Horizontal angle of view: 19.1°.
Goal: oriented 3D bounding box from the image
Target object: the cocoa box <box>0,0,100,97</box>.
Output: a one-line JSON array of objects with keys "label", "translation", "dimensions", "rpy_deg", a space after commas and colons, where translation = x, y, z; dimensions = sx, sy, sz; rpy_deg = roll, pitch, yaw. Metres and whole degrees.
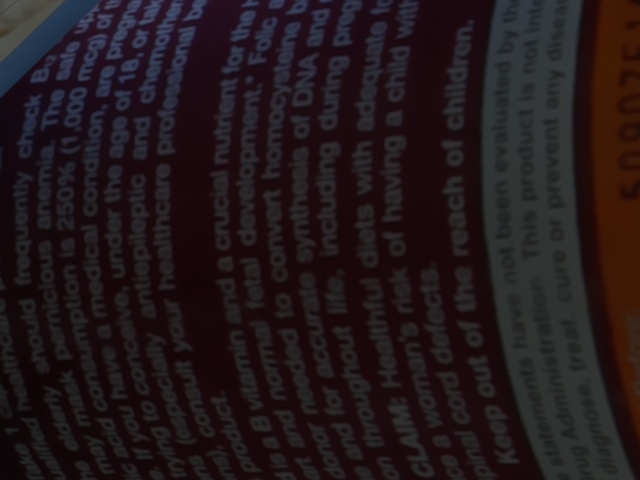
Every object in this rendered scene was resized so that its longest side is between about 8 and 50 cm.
[{"label": "cocoa box", "translation": [-0.191, -0.184, 0.440], "dimensions": [0.347, 0.231, 0.228], "rpy_deg": [17, 37, -56]}]

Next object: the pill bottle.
[{"label": "pill bottle", "translation": [0.000, 0.000, 0.640], "dimensions": [0.224, 0.392, 0.224], "rpy_deg": [11, 77, -58]}]
